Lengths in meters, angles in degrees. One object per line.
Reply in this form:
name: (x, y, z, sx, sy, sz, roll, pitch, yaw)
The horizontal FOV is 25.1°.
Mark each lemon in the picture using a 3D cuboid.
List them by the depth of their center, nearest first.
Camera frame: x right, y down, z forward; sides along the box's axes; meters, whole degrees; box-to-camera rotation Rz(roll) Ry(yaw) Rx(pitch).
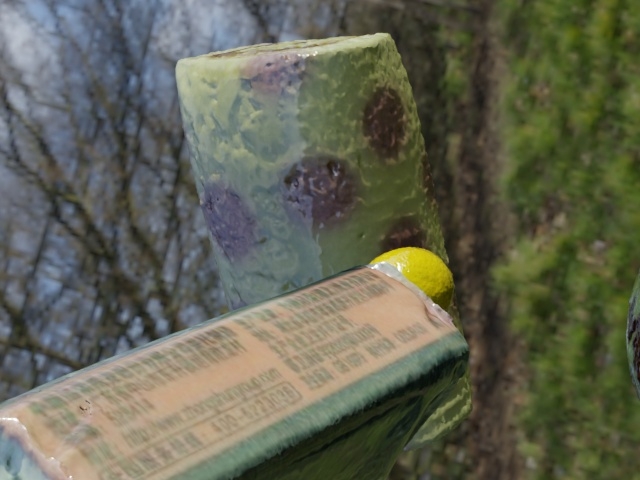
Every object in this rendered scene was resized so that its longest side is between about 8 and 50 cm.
lemon: (0.058, 0.037, 1.013, 0.062, 0.083, 0.062, 47, 146, 48)

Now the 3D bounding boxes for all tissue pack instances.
tissue pack: (-0.075, 0.136, 0.678, 0.228, 0.103, 0.316, -56, -18, 25)

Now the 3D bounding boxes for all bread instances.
bread: (0.000, 0.000, 1.185, 0.155, 0.187, 0.338, -25, -70, -41)

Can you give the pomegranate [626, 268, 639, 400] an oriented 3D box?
pomegranate: (0.323, 0.079, 0.956, 0.270, 0.254, 0.254, -67, -8, -53)
